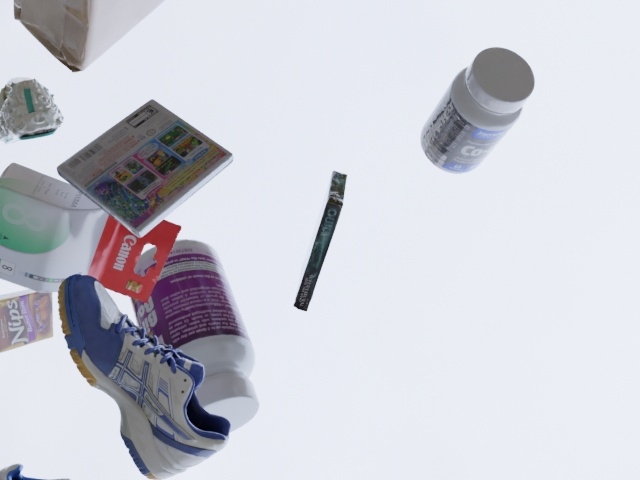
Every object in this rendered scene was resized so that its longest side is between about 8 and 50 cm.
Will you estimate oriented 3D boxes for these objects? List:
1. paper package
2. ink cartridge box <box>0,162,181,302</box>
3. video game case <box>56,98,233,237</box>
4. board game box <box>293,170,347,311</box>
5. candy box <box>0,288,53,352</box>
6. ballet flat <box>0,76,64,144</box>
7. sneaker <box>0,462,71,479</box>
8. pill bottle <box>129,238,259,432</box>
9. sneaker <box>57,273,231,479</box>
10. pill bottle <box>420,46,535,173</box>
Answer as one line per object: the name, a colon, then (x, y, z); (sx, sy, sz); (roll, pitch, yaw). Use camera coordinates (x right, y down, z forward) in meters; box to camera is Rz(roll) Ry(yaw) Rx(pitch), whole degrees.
paper package: (-0.355, -0.504, 1.341); (0.168, 0.325, 0.309); (40, -29, -2)
ink cartridge box: (-0.317, 0.011, 1.023); (0.056, 0.224, 0.181); (-79, -163, -45)
video game case: (-0.209, -0.091, 0.942); (0.143, 0.019, 0.157); (35, -120, 19)
board game box: (0.000, 0.000, 1.200); (0.026, 0.126, 0.186); (16, -63, -3)
candy box: (-0.633, 0.164, 1.618); (0.053, 0.186, 0.109); (3, -83, 22)
ballet flat: (-0.634, -0.286, 1.692); (0.409, 0.147, 0.147); (10, -92, 62)
sneaker: (-0.487, 0.543, 1.370); (0.322, 0.130, 0.236); (36, -93, 9)
pill bottle: (-0.204, 0.159, 1.269); (0.169, 0.169, 0.301); (-43, -128, 24)
sneaker: (-0.216, 0.158, 0.994); (0.131, 0.112, 0.296); (-23, -71, 9)
pill bottle: (0.161, -0.133, 0.809); (0.137, 0.078, 0.078); (119, -40, -63)
